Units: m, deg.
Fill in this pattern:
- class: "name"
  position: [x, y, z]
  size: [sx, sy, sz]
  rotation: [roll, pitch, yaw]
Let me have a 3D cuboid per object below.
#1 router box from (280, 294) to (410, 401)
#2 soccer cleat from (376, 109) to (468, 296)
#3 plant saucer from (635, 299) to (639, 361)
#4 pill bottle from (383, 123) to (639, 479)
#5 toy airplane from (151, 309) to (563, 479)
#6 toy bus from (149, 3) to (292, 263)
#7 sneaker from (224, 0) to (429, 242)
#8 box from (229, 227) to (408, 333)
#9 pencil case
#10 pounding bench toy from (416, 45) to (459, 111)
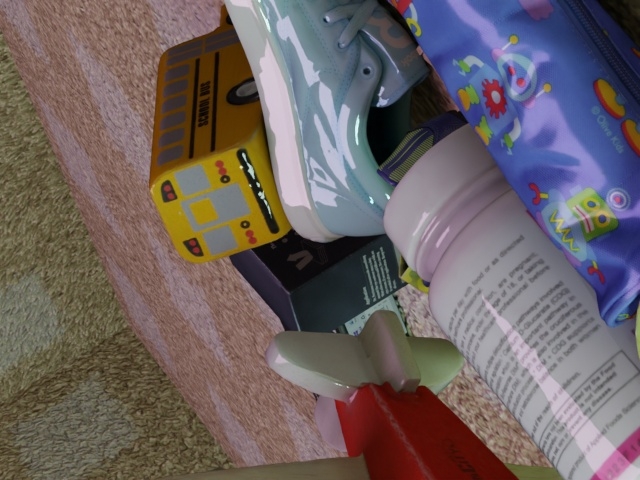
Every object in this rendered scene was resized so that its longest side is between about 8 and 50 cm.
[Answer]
- class: "router box"
  position: [0.037, 0.133, 1.843]
  size: [0.243, 0.081, 0.309]
  rotation: [35, 152, 58]
- class: "soccer cleat"
  position: [0.120, 0.022, 1.274]
  size: [0.093, 0.121, 0.289]
  rotation: [40, 156, 50]
- class: "plant saucer"
  position: [0.296, 0.079, 0.849]
  size: [0.241, 0.037, 0.241]
  rotation: [27, 143, 22]
- class: "pill bottle"
  position: [0.178, 0.052, 1.068]
  size: [0.283, 0.160, 0.160]
  rotation: [51, 163, 25]
- class: "toy airplane"
  position: [0.075, 0.239, 1.227]
  size: [0.386, 0.384, 0.272]
  rotation: [20, 112, 13]
- class: "toy bus"
  position: [-0.086, -0.118, 1.449]
  size: [0.333, 0.130, 0.108]
  rotation: [-96, -15, -58]
- class: "sneaker"
  position: [0.022, -0.177, 1.277]
  size: [0.150, 0.135, 0.366]
  rotation: [-3, 115, 30]
- class: "box"
  position: [0.000, 0.000, 1.551]
  size: [0.156, 0.158, 0.093]
  rotation: [47, 161, 40]
- class: "pencil case"
  position: [0.152, -0.098, 0.945]
  size: [0.306, 0.119, 0.133]
  rotation: [57, 157, 9]
- class: "pounding bench toy"
  position: [0.112, -0.132, 1.132]
  size: [0.065, 0.052, 0.083]
  rotation: [58, 165, 3]
